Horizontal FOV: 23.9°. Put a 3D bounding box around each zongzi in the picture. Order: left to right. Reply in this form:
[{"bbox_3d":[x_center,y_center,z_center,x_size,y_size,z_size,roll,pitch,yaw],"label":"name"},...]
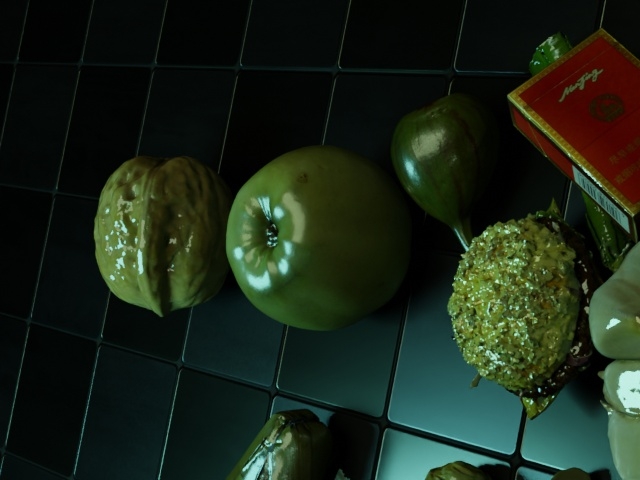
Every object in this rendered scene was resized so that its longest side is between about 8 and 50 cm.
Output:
[{"bbox_3d":[-0.031,0.415,2.140,0.260,0.123,0.289,-52,57,23],"label":"zongzi"}]

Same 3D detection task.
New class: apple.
[{"bbox_3d":[0.000,0.000,2.115,0.262,0.262,0.262,-15,70,46],"label":"apple"}]

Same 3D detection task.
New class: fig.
[{"bbox_3d":[0.189,-0.064,2.026,0.151,0.151,0.259,-15,97,46],"label":"fig"}]

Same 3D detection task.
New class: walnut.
[{"bbox_3d":[-0.245,-0.007,2.404,0.224,0.257,0.257,2,81,12],"label":"walnut"}]

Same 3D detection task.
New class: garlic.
[{"bbox_3d":[0.394,0.131,1.684,0.203,0.185,0.281,170,87,-74],"label":"garlic"}]

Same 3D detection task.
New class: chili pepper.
[{"bbox_3d":[0.335,-0.104,1.875,0.085,0.076,0.359,120,144,-48],"label":"chili pepper"}]

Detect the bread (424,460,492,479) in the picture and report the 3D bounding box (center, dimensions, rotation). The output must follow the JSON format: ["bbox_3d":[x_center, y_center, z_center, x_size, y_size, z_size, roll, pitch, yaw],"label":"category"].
[{"bbox_3d":[0.142,0.388,1.970,0.232,0.088,0.128,-60,36,27],"label":"bread"}]

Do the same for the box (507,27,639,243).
[{"bbox_3d":[0.353,-0.127,1.788,0.153,0.074,0.240,-38,56,-4],"label":"box"}]

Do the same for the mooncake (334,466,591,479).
[{"bbox_3d":[0.159,0.315,1.873,0.347,0.057,0.150,11,62,29],"label":"mooncake"}]

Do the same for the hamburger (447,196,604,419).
[{"bbox_3d":[0.243,0.083,1.859,0.261,0.139,0.243,-66,33,32],"label":"hamburger"}]
